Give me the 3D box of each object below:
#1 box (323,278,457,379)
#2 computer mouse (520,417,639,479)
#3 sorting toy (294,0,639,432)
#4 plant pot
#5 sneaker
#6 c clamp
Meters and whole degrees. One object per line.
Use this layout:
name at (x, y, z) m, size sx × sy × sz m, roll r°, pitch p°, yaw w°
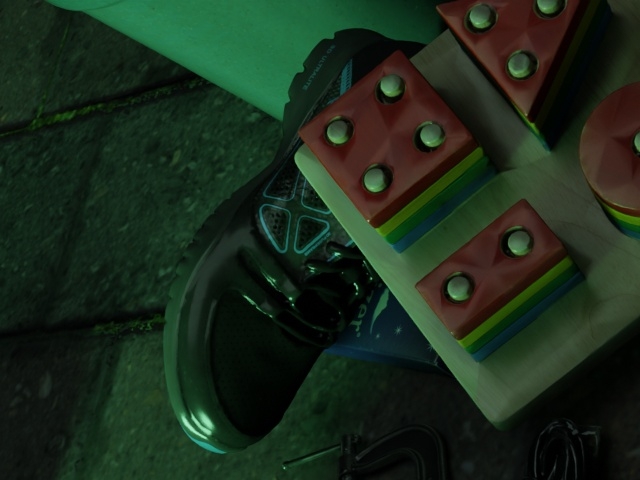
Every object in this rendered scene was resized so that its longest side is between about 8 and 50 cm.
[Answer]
box at (0.069, 0.028, 1.387) m, size 0.225 × 0.036 × 0.136 m, roll 7°, pitch 70°, yaw 49°
computer mouse at (0.215, 0.187, 1.090) m, size 0.272 × 0.072 × 0.188 m, roll -20°, pitch 51°, yaw 55°
sorting toy at (0.136, -0.057, 1.218) m, size 0.255 × 0.089 × 0.257 m, roll -39°, pitch 60°, yaw 4°
plant pot at (-0.070, -0.276, 1.514) m, size 0.341 × 0.334 × 0.341 m, roll -27°, pitch 47°, yaw 33°
sneaker at (0.000, 0.000, 1.351) m, size 0.140 × 0.125 × 0.340 m, roll 15°, pitch 78°, yaw 47°
c clamp at (0.038, 0.196, 1.315) m, size 0.137 × 0.022 × 0.160 m, roll -31°, pitch 42°, yaw 23°
